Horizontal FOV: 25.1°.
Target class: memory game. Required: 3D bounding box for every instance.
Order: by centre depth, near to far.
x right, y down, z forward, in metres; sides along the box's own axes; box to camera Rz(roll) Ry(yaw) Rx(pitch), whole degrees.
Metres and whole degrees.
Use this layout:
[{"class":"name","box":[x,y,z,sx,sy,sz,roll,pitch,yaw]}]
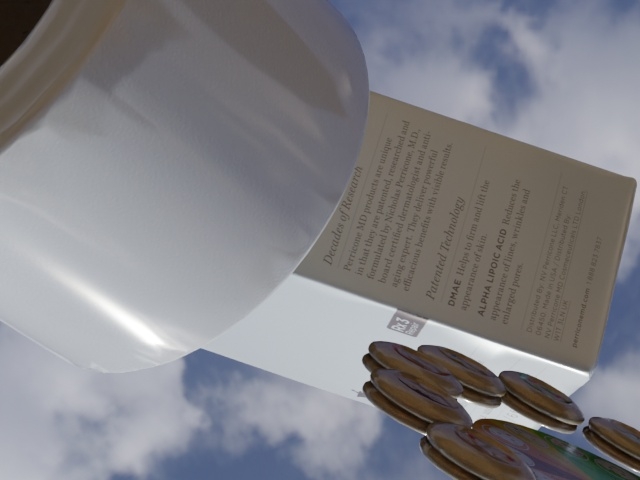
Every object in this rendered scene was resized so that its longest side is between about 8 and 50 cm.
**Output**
[{"class":"memory game","box":[0.096,0.079,0.480,0.186,0.186,0.012,30,-80,21]}]

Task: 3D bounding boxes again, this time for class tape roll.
[{"class":"tape roll","box":[-0.119,-0.076,0.733,0.246,0.169,0.246,-23,-132,28]}]

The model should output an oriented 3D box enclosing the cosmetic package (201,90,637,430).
[{"class":"cosmetic package","box":[0.000,0.000,1.021,0.385,0.217,0.156,17,-114,0]}]
